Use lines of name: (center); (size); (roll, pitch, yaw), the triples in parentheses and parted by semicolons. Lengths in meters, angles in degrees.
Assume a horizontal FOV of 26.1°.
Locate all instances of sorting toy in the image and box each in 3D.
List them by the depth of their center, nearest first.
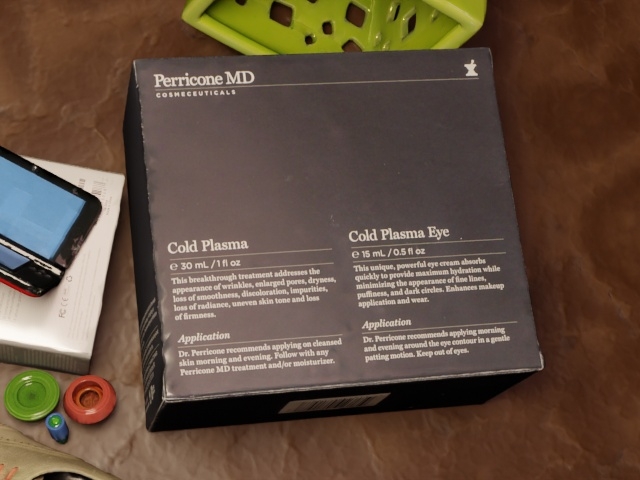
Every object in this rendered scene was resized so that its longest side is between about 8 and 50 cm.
sorting toy: (-0.239, 0.156, 1.276); (0.101, 0.042, 0.061); (2, 57, 2)

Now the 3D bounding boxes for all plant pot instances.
plant pot: (0.026, -0.292, 1.349); (0.227, 0.228, 0.207); (24, 62, -22)

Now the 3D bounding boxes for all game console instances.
game console: (-0.279, -0.025, 1.203); (0.144, 0.124, 0.085); (27, 97, -2)

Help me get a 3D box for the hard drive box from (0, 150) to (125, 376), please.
hard drive box: (-0.311, 0.013, 1.275); (0.232, 0.089, 0.181); (11, 71, -8)

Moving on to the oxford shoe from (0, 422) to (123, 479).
oxford shoe: (-0.285, 0.208, 1.196); (0.348, 0.130, 0.123); (17, 70, -6)

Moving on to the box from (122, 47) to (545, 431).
box: (0.000, 0.000, 1.293); (0.343, 0.179, 0.313); (-3, 75, -12)
